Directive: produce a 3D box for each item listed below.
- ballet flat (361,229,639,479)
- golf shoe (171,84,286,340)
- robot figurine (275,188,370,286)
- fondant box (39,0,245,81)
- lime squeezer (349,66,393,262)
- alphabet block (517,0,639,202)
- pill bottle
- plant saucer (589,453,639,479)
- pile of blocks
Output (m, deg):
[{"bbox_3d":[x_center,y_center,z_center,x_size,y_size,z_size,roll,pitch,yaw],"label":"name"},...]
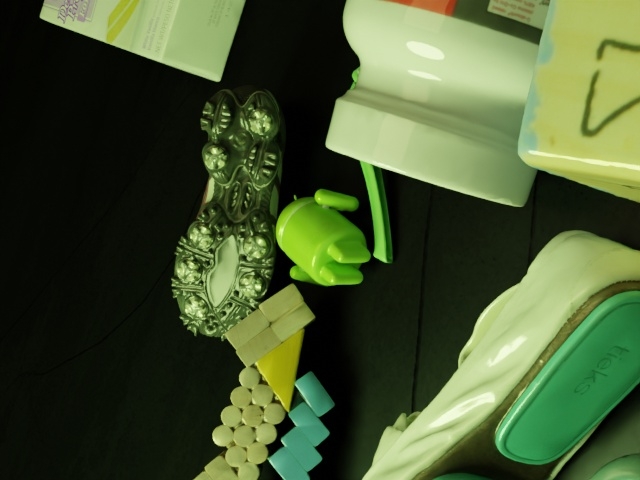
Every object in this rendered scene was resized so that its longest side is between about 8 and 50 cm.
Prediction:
[{"bbox_3d":[0.126,0.155,0.845,0.400,0.139,0.139,-54,48,19],"label":"ballet flat"},{"bbox_3d":[-0.082,-0.028,1.113,0.105,0.120,0.272,14,103,8],"label":"golf shoe"},{"bbox_3d":[0.000,0.000,1.035,0.115,0.067,0.101,41,123,44],"label":"robot figurine"},{"bbox_3d":[-0.214,-0.355,1.317,0.330,0.096,0.238,27,101,47],"label":"fondant box"},{"bbox_3d":[0.075,-0.143,0.994,0.110,0.059,0.310,33,105,45],"label":"lime squeezer"},{"bbox_3d":[0.275,-0.112,0.674,0.197,0.193,0.192,16,95,47],"label":"alphabet block"},{"bbox_3d":[0.139,-0.223,0.829,0.210,0.210,0.362,24,100,47],"label":"pill bottle"},{"bbox_3d":[0.235,0.219,0.774,0.119,0.021,0.119,-11,75,45],"label":"plant saucer"},{"bbox_3d":[-0.056,0.227,1.042,0.112,0.149,0.362,99,-173,-82],"label":"pile of blocks"}]
